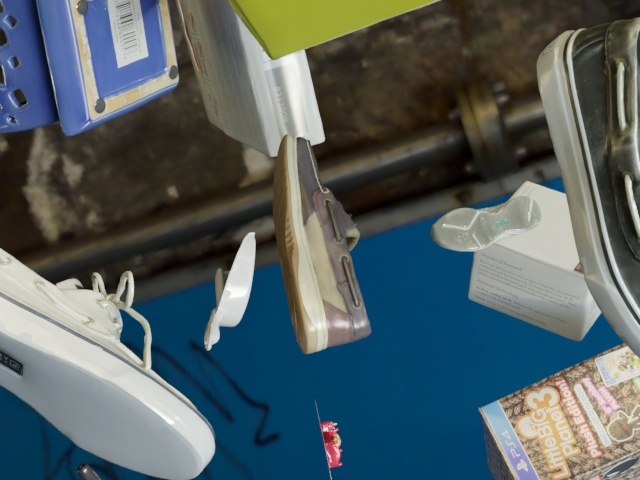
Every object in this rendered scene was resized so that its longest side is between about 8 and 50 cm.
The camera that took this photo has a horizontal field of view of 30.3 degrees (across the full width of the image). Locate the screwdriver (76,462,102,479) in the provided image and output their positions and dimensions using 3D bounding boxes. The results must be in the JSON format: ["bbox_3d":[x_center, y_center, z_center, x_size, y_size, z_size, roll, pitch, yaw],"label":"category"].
[{"bbox_3d":[-0.309,0.395,1.760,0.024,0.170,0.025,-43,-156,-23],"label":"screwdriver"}]

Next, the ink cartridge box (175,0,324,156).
[{"bbox_3d":[-0.122,-0.300,1.703,0.091,0.308,0.385,-18,-163,-13],"label":"ink cartridge box"}]

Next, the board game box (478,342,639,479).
[{"bbox_3d":[0.378,0.266,1.591,0.291,0.232,0.141,-24,-121,-2],"label":"board game box"}]

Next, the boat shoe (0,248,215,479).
[{"bbox_3d":[-0.244,0.085,1.154,0.156,0.367,0.136,-59,177,-42],"label":"boat shoe"}]

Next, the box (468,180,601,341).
[{"bbox_3d":[0.337,0.026,1.714,0.182,0.119,0.181,22,-140,25],"label":"box"}]

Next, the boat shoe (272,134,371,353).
[{"bbox_3d":[0.000,0.000,1.395,0.092,0.103,0.285,-2,-124,-11],"label":"boat shoe"}]

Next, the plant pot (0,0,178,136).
[{"bbox_3d":[-0.321,-0.270,1.519,0.212,0.236,0.236,13,-149,35],"label":"plant pot"}]

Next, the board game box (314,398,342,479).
[{"bbox_3d":[0.021,0.360,2.093,0.033,0.133,0.168,-12,-127,-3],"label":"board game box"}]

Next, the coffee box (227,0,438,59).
[{"bbox_3d":[0.041,-0.439,1.177,0.338,0.338,0.334,-12,-146,44],"label":"coffee box"}]

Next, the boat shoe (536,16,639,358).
[{"bbox_3d":[0.296,-0.037,1.056,0.121,0.335,0.119,-26,-174,-39],"label":"boat shoe"}]

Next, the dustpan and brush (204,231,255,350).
[{"bbox_3d":[-0.142,0.094,1.754,0.060,0.147,0.211,14,-145,-15],"label":"dustpan and brush"}]

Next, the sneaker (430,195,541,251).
[{"bbox_3d":[0.192,-0.013,1.419,0.152,0.053,0.061,-11,170,-29],"label":"sneaker"}]
